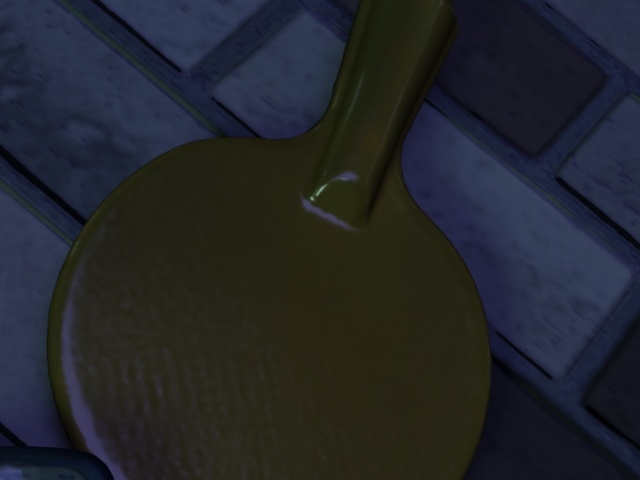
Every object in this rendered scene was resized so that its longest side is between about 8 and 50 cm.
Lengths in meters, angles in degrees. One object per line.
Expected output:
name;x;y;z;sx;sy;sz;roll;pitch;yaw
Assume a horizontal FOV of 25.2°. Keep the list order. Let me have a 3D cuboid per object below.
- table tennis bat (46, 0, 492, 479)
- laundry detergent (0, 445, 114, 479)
table tennis bat;0.000;0.000;0.653;0.198;0.050;0.320;25;58;-6
laundry detergent;-0.114;0.176;0.495;0.097;0.061;0.206;6;59;-20
